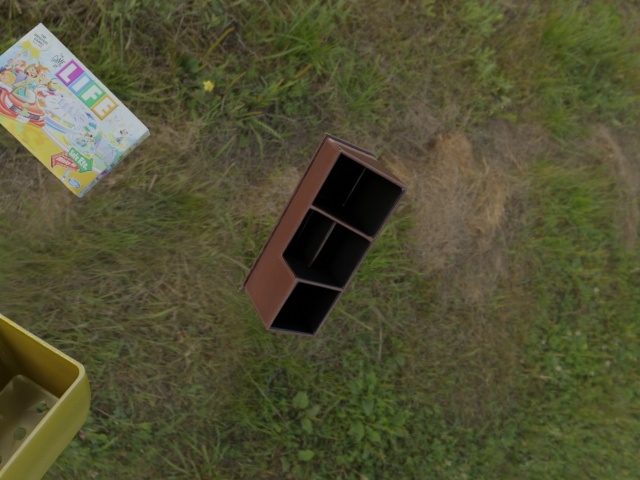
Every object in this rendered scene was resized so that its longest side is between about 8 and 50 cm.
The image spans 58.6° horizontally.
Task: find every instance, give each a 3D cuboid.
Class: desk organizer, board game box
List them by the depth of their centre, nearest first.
[{"bbox_3d":[0.000,0.000,0.390,0.047,0.050,0.130,16,114,-36],"label":"desk organizer"},{"bbox_3d":[-0.275,-0.136,0.604,0.154,0.026,0.103,45,79,-7],"label":"board game box"}]

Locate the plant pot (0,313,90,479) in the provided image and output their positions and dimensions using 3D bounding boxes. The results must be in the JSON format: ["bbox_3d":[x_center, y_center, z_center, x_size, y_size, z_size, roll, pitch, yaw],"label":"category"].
[{"bbox_3d":[-0.440,0.238,0.768,0.212,0.187,0.212,27,61,12],"label":"plant pot"}]
